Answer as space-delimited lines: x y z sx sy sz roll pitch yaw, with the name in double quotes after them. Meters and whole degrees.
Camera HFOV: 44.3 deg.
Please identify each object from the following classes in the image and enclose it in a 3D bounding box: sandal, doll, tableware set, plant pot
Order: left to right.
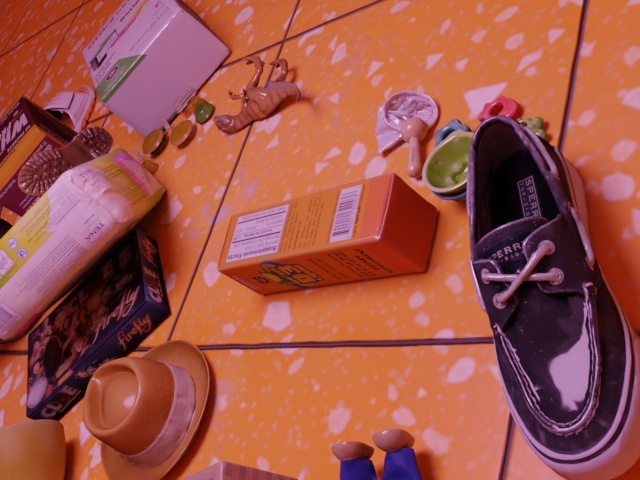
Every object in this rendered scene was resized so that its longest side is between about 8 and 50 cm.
-0.362 0.288 0.939 0.134 0.134 0.095 -37 66 21 "plant pot"
-0.523 -0.233 1.571 0.102 0.076 0.265 -27 43 30 "sandal"
-0.232 -0.169 1.249 0.154 0.024 0.104 -47 40 6 "tableware set"
0.044 0.243 0.582 0.129 0.046 0.188 -21 52 23 "doll"

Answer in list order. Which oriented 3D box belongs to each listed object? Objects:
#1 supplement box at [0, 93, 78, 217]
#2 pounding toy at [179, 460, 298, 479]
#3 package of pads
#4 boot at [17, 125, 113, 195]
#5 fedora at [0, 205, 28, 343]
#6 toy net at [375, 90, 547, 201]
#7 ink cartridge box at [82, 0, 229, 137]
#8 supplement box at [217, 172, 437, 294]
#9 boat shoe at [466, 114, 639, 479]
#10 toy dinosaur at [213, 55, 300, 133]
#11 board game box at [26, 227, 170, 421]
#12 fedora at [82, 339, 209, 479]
-0.434 -0.109 1.273 0.129 0.191 0.194 -50 37 3 "supplement box"
-0.109 0.310 0.664 0.206 0.094 0.181 -34 44 38 "pounding toy"
-0.333 -0.009 1.066 0.229 0.101 0.296 -44 9 9 "package of pads"
-0.367 -0.096 1.118 0.158 0.059 0.085 -42 1 -44 "boot"
-0.516 0.073 1.266 0.275 0.124 0.243 -45 33 30 "fedora"
0.119 -0.118 0.799 0.122 0.045 0.232 -50 36 4 "toy net"
-0.295 -0.327 1.365 0.201 0.117 0.278 -47 36 8 "ink cartridge box"
0.000 0.000 0.806 0.233 0.078 0.080 -10 57 44 "supplement box"
0.161 0.025 0.586 0.108 0.102 0.301 -26 44 32 "boat shoe"
-0.069 -0.201 1.076 0.212 0.064 0.112 -17 67 51 "toy dinosaur"
-0.311 0.116 1.079 0.243 0.042 0.165 -43 37 13 "board game box"
-0.209 0.183 0.881 0.194 0.079 0.194 -29 42 30 "fedora"
